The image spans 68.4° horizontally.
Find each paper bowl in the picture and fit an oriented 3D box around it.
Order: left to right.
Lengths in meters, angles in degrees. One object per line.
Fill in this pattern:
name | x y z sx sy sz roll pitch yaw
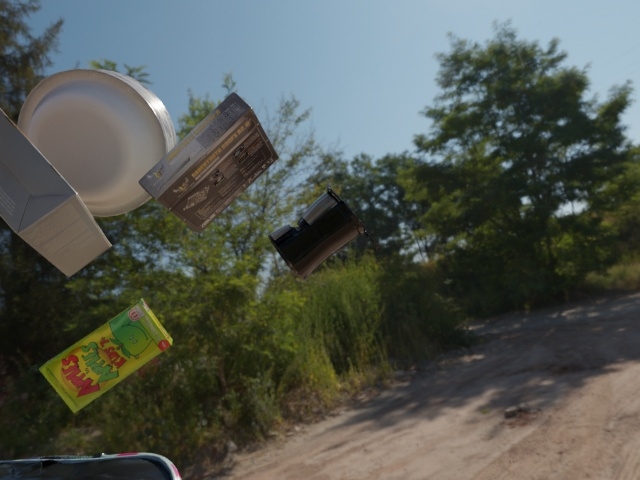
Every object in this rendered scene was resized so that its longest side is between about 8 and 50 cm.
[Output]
paper bowl | -0.439 -0.186 0.922 0.283 0.285 0.148 -15 17 2

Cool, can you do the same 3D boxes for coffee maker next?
coffee maker | 0.000 0.000 1.012 0.178 0.171 0.120 -40 -41 -3

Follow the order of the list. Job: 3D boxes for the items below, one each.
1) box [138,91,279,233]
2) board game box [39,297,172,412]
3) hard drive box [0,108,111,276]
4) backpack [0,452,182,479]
box | -0.198 -0.135 0.883 0.231 0.056 0.183 -46 -21 -5
board game box | -0.351 0.188 0.783 0.181 0.092 0.043 -35 10 -12
hard drive box | -0.427 -0.062 0.702 0.089 0.181 0.232 -42 -4 -22
backpack | -0.193 0.263 0.312 0.253 0.191 0.225 -17 16 19
